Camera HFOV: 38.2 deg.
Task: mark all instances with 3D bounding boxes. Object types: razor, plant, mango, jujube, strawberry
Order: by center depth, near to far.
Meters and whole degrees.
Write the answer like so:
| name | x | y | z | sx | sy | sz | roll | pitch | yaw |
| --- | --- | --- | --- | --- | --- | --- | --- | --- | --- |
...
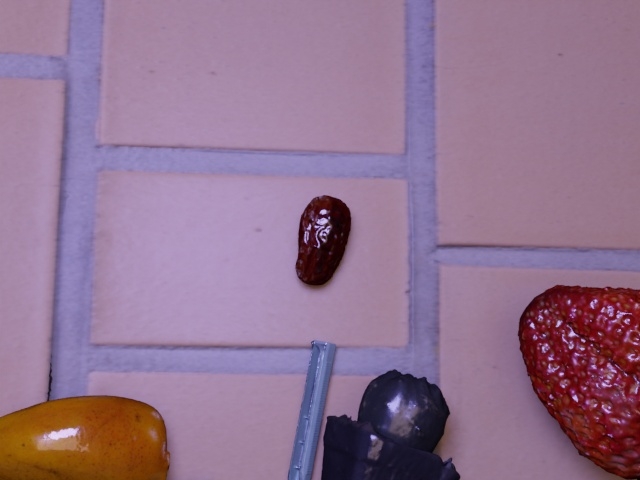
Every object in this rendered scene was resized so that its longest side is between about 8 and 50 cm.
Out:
| name | x | y | z | sx | sy | sz | roll | pitch | yaw |
| --- | --- | --- | --- | --- | --- | --- | --- | --- | --- |
| mango | -0.324 | 0.266 | 1.198 | 0.252 | 0.154 | 0.126 | 2 | 73 | -19 |
| plant | 0.086 | 0.296 | 1.217 | 0.164 | 0.142 | 0.256 | 26 | 75 | -21 |
| strawberry | 0.397 | 0.171 | 1.239 | 0.288 | 0.238 | 0.250 | 29 | 99 | 9 |
| razor | -0.022 | 0.275 | 1.275 | 0.111 | 0.056 | 0.278 | 5 | 71 | 31 |
| jujube | 0.000 | 0.000 | 1.307 | 0.077 | 0.077 | 0.129 | 16 | 85 | -3 |
